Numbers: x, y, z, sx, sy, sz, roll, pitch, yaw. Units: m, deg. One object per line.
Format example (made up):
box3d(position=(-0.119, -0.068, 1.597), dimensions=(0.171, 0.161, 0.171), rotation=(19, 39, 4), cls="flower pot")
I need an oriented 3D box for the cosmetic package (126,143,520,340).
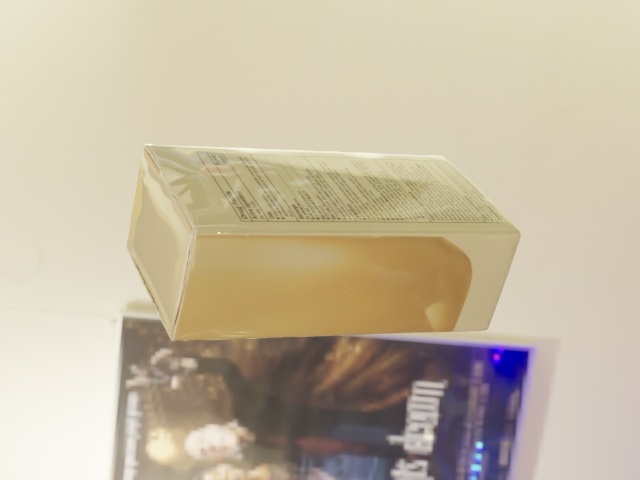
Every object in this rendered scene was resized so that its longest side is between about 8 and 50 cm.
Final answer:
box3d(position=(0.000, 0.000, 0.398), dimensions=(0.060, 0.115, 0.041), rotation=(-125, 42, -52), cls="cosmetic package")
